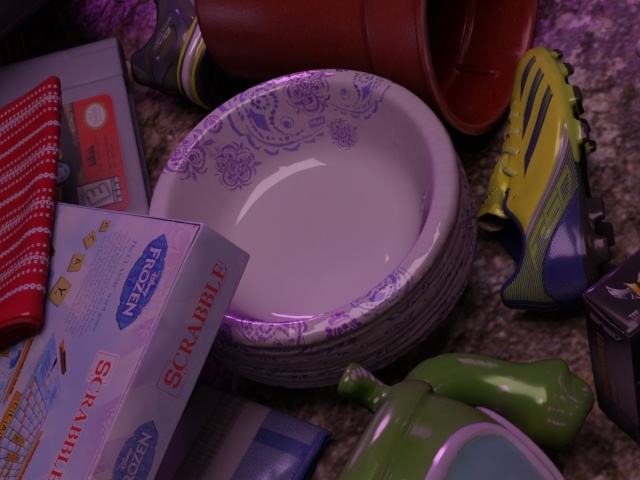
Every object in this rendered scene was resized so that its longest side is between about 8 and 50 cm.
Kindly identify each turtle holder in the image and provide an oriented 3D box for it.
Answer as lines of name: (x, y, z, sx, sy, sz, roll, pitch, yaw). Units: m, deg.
turtle holder: (0.093, 0.234, 1.265, 0.227, 0.243, 0.320, 22, 23, 11)

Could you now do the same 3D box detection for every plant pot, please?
plant pot: (0.039, -0.247, 1.583, 0.265, 0.272, 0.272, 7, 58, 28)

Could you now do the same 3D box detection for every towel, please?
towel: (-0.157, 0.210, 1.442, 0.285, 0.034, 0.209, 16, 60, 23)
towel: (-0.311, -0.003, 1.470, 0.198, 0.031, 0.275, -26, 48, 30)

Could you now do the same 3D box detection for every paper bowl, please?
paper bowl: (0.000, 0.000, 1.468, 0.284, 0.148, 0.284, -9, 55, 14)

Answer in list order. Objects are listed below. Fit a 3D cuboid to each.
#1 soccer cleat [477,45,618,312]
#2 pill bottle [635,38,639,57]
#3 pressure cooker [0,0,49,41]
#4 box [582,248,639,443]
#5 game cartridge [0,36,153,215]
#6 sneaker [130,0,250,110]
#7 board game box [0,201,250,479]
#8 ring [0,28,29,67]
soccer cleat: (0.194, -0.063, 1.506, 0.121, 0.093, 0.289, -14, 53, 13)
pill bottle: (0.338, -0.165, 1.567, 0.043, 0.043, 0.083, -33, 54, -9)
pressure cooker: (-0.437, -0.338, 1.643, 0.375, 0.370, 0.420, 30, 65, 34)
box: (0.323, 0.041, 1.342, 0.231, 0.183, 0.056, -36, 56, -11)
game cartridge: (-0.268, -0.058, 1.624, 0.196, 0.060, 0.294, -17, 60, 4)
sneaker: (-0.107, -0.269, 1.721, 0.121, 0.111, 0.300, 9, 56, 26)
board game box: (-0.239, 0.124, 1.390, 0.318, 0.066, 0.319, 10, 72, 47)
ring: (-0.471, -0.144, 1.773, 0.336, 0.032, 0.337, -7, 54, 10)
